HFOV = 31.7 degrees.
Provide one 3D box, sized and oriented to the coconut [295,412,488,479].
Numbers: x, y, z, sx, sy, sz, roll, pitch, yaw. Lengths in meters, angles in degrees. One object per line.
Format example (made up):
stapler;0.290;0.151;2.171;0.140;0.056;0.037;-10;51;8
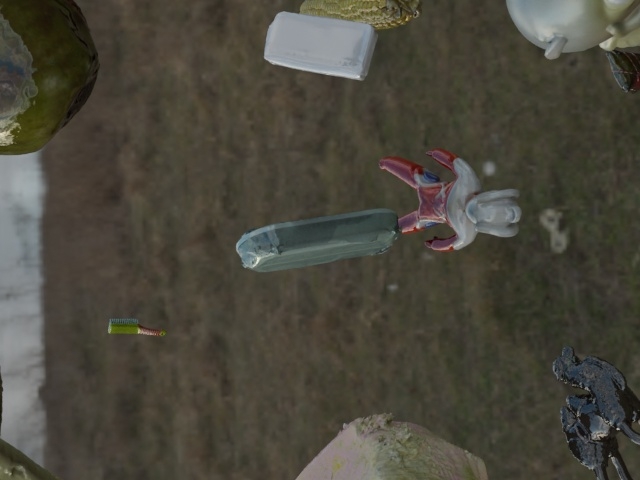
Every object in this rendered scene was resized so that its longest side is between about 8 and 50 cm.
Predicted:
coconut;0.105;0.344;1.446;0.233;0.245;0.233;-21;59;40

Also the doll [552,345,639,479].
doll;0.322;0.202;1.296;0.165;0.057;0.139;49;141;25

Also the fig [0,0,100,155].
fig;-0.250;-0.133;0.840;0.144;0.165;0.154;117;136;-70

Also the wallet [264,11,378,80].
wallet;-0.002;-0.319;1.827;0.033;0.190;0.095;30;-104;-66

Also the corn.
corn;0.064;-0.410;1.947;0.305;0.106;0.106;6;97;59

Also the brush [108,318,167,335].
brush;-0.262;0.124;1.616;0.019;0.083;0.021;110;160;-44

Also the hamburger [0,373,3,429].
hamburger;-0.404;0.152;1.092;0.168;0.192;0.288;85;-164;-59

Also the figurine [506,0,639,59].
figurine;0.427;-0.299;1.372;0.274;0.394;0.227;57;-138;-70

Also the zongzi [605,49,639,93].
zongzi;0.438;-0.235;1.532;0.073;0.083;0.067;-37;62;25

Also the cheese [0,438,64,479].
cheese;-0.382;0.299;1.412;0.194;0.065;0.043;45;-167;-37

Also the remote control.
remote control;0.000;0.000;1.618;0.104;0.247;0.052;124;133;-62

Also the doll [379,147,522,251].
doll;0.230;-0.069;2.032;0.384;0.099;0.188;18;114;60
